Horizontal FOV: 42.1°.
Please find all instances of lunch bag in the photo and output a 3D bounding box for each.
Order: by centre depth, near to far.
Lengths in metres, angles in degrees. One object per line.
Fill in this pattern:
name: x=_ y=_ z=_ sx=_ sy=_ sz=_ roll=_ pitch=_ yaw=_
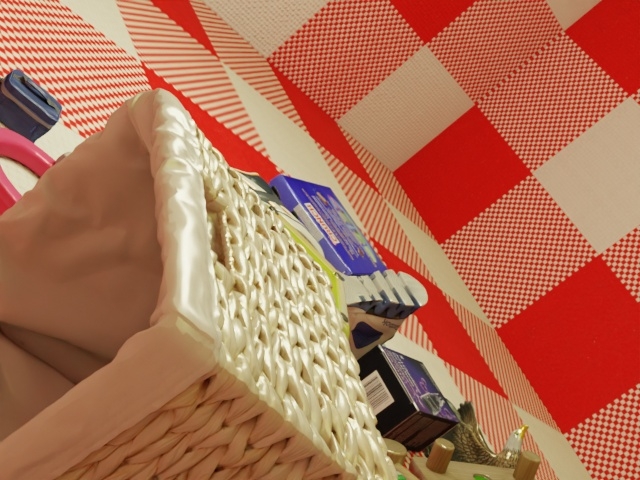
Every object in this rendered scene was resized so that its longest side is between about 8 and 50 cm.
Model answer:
lunch bag: x=-0.417 y=-0.195 z=1.174 sx=0.098 sy=0.065 sz=0.067 roll=43 pitch=16 yaw=-30

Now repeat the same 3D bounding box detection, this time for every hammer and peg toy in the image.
hammer and peg toy: x=0.255 y=0.442 z=1.360 sx=0.361 sy=0.127 sz=0.266 roll=13 pitch=14 yaw=-22

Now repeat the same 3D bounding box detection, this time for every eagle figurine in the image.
eagle figurine: x=0.345 y=0.459 z=1.717 sx=0.298 sy=0.225 sz=0.226 roll=25 pitch=-46 yaw=33

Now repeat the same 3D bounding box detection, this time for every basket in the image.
basket: x=-0.153 y=0.117 z=0.666 sx=0.266 sy=0.331 sz=0.328 roll=44 pitch=16 yaw=-33

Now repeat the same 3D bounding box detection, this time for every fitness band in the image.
fitness band: x=-0.327 y=-0.030 z=1.062 sx=0.291 sy=0.054 sz=0.209 roll=49 pitch=14 yaw=-3

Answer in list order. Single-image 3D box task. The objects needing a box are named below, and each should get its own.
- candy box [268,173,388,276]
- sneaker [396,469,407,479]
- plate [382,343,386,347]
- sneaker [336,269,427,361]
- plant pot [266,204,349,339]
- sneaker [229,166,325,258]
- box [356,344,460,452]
candy box: x=0.000 y=0.000 z=1.854 sx=0.268 sy=0.122 sz=0.317 roll=55 pitch=14 yaw=14
sneaker: x=-0.002 y=0.293 z=1.078 sx=0.343 sy=0.134 sz=0.146 roll=32 pitch=22 yaw=-50
plate: x=0.090 y=0.212 z=1.793 sx=0.188 sy=0.024 sz=0.188 roll=46 pitch=15 yaw=-16
sneaker: x=0.039 y=0.151 z=1.595 sx=0.316 sy=0.182 sz=0.127 roll=7 pitch=34 yaw=-26
plant pot: x=-0.090 y=0.094 z=1.168 sx=0.228 sy=0.207 sz=0.227 roll=45 pitch=16 yaw=-18
sneaker: x=-0.111 y=-0.039 z=1.601 sx=0.321 sy=0.126 sz=0.127 roll=42 pitch=22 yaw=-26
box: x=0.150 y=0.302 z=1.576 sx=0.207 sy=0.108 sz=0.153 roll=28 pitch=26 yaw=-56
